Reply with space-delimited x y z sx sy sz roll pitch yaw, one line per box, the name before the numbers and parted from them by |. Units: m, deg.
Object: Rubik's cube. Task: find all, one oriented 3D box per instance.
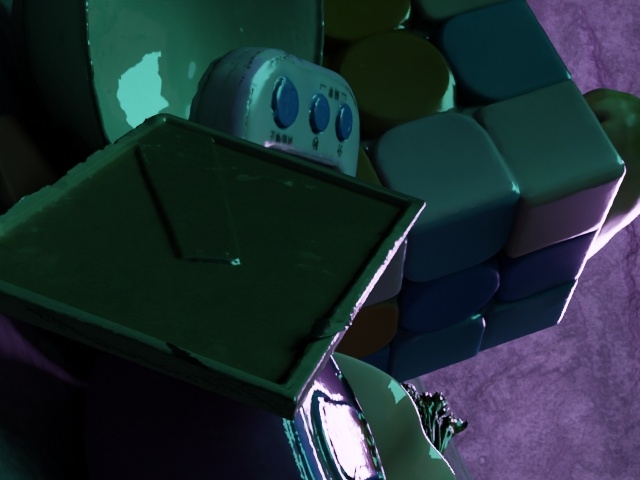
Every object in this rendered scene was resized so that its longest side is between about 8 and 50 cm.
Rubik's cube | 0.068 -0.070 1.265 0.347 0.344 0.347 90 -20 -58

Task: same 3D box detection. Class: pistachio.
pistachio | 0.316 -0.065 1.470 0.197 0.288 0.166 22 30 -41

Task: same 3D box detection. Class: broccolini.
broccolini | 0.086 0.261 1.281 0.123 0.062 0.271 38 44 -11

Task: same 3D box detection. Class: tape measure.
tape measure | -0.041 0.158 0.697 0.231 0.149 0.245 34 36 -73

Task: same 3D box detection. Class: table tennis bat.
table tennis bat | -0.154 0.009 0.844 0.200 0.038 0.310 61 5 15

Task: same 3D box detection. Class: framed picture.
framed picture | -0.065 -0.004 0.692 0.281 0.208 0.019 -49 155 -61

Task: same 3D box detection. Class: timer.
timer | -0.039 -0.049 0.926 0.208 0.069 0.191 9 90 -65

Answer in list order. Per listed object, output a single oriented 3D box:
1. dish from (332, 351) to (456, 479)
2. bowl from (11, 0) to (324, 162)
dish | -0.011 0.184 0.886 0.213 0.213 0.090 60 39 -24
bowl | -0.139 -0.173 0.947 0.337 0.157 0.337 -23 117 -59
